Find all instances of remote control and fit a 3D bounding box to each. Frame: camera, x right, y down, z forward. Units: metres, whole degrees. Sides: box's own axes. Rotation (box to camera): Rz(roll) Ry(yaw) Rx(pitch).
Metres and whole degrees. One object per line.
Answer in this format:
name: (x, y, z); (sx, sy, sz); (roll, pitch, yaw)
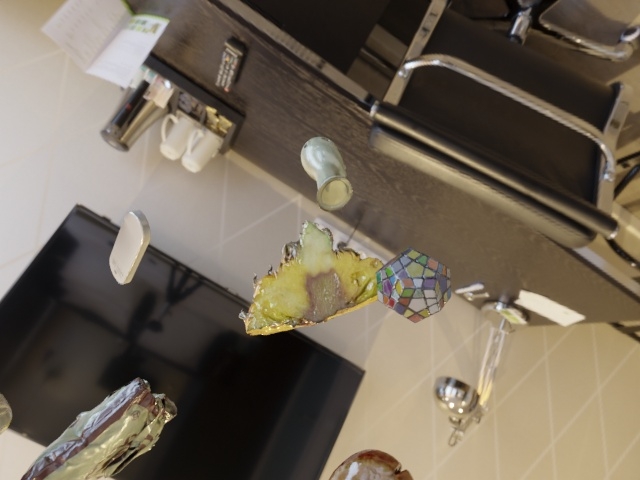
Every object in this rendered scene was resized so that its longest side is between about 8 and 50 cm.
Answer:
remote control: (-0.419, 0.018, 1.050); (0.077, 0.022, 0.245); (57, 136, 14)

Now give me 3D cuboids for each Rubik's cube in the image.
Rubik's cube: (0.134, 0.063, 0.691); (0.111, 0.093, 0.111); (2, 126, 2)

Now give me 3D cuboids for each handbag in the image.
handbag: (-0.388, 0.355, 0.866); (0.127, 0.235, 0.213); (44, 161, 19)

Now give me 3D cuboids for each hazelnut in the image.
hazelnut: (0.077, 0.386, 0.693); (0.143, 0.154, 0.143); (-7, 141, -5)

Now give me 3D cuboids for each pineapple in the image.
pineapple: (-0.023, 0.065, 0.792); (0.164, 0.249, 0.140); (63, 165, 16)

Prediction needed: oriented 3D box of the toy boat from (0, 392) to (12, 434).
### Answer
toy boat: (-0.615, 0.278, 0.751); (0.141, 0.141, 0.269); (18, -166, 26)

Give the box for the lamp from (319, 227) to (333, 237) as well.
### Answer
lamp: (0.000, 0.000, 0.902); (0.031, 0.063, 0.083); (30, 160, -12)

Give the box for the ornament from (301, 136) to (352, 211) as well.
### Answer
ornament: (0.011, -0.126, 0.858); (0.081, 0.156, 0.075); (4, 129, -17)
